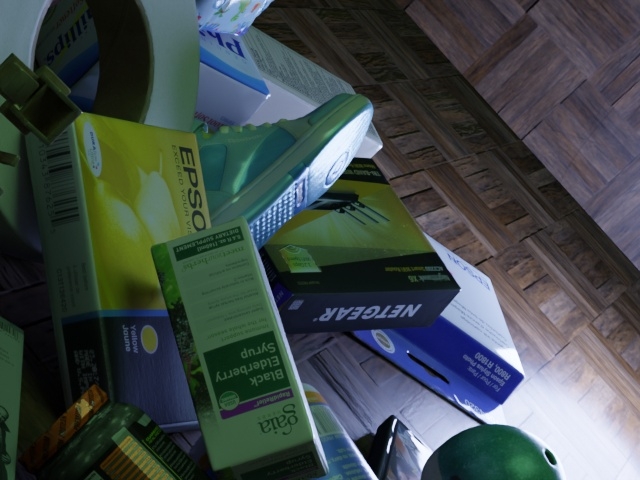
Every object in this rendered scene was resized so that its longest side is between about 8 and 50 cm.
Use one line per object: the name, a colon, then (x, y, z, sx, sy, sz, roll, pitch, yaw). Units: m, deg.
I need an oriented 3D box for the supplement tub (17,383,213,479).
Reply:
supplement tub: (-0.156, 0.219, 1.338, 0.190, 0.117, 0.117, 46, 20, -1)

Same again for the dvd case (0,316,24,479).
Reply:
dvd case: (-0.329, 0.112, 1.326, 0.179, 0.029, 0.238, 36, 22, -26)

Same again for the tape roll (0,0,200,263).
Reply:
tape roll: (-0.250, -0.169, 1.583, 0.072, 0.392, 0.392, 8, 3, 27)

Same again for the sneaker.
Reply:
sneaker: (-0.099, -0.113, 1.878, 0.208, 0.127, 0.319, 38, 59, 18)

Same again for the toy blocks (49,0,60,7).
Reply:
toy blocks: (-0.449, -0.319, 1.717, 0.260, 0.309, 0.288, 82, -13, -67)

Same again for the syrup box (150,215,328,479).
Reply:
syrup box: (-0.073, 0.108, 1.432, 0.096, 0.093, 0.237, 73, -2, -59)

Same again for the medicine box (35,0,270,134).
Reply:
medicine box: (-0.243, -0.274, 2.060, 0.263, 0.149, 0.289, 23, 29, -46)

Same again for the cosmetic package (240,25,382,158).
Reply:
cosmetic package: (-0.068, -0.195, 2.284, 0.296, 0.129, 0.153, 27, 28, -43)

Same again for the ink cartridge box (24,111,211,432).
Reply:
ink cartridge box: (-0.157, 0.037, 1.573, 0.307, 0.072, 0.303, 2, 75, -60)

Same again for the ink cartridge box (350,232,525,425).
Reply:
ink cartridge box: (0.151, 0.089, 2.266, 0.324, 0.071, 0.330, 35, 22, -29)

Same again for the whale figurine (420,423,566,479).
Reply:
whale figurine: (0.230, 0.322, 1.764, 0.216, 0.141, 0.272, 20, 32, -52)

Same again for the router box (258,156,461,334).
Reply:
router box: (0.000, 0.000, 2.020, 0.309, 0.081, 0.243, 0, 48, -45)

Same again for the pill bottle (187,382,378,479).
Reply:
pill bottle: (0.002, 0.281, 1.480, 0.272, 0.152, 0.152, 56, 22, 22)

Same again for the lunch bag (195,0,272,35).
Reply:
lunch bag: (-0.161, -0.347, 2.009, 0.176, 0.090, 0.219, 50, 20, 9)

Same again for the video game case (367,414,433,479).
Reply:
video game case: (0.146, 0.346, 1.811, 0.248, 0.035, 0.275, 43, 20, -7)

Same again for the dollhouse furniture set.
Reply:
dollhouse furniture set: (-0.324, -0.128, 1.328, 0.101, 0.161, 0.182, 41, -5, 46)
